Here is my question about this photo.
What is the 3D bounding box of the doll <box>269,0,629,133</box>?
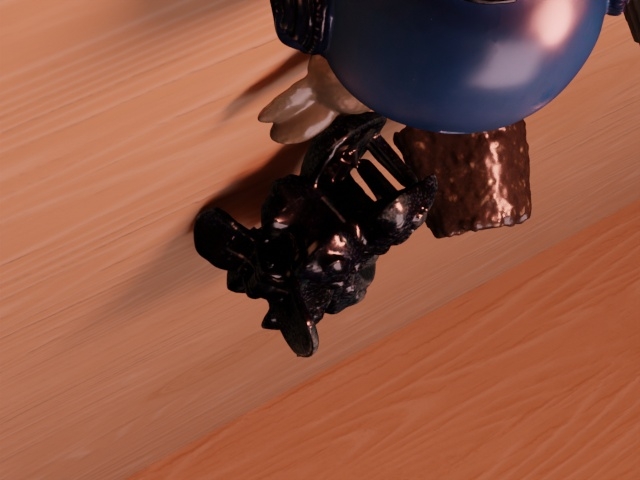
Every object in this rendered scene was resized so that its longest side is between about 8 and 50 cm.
[{"bbox_3d":[0.107,-0.214,1.387,0.284,0.240,0.310,-6,161,-12],"label":"doll"}]

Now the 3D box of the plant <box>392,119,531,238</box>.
[{"bbox_3d":[0.159,-0.104,2.081,0.132,0.194,0.129,-10,178,26],"label":"plant"}]

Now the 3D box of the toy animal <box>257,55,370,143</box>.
[{"bbox_3d":[0.050,-0.176,1.738,0.236,0.138,0.108,-14,-142,25],"label":"toy animal"}]

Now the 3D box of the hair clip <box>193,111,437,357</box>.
[{"bbox_3d":[-0.003,0.002,2.070,0.206,0.194,0.310,-35,169,-25],"label":"hair clip"}]

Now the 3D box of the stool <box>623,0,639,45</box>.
[{"bbox_3d":[0.403,-0.283,1.749,0.297,0.297,0.330,-35,164,10],"label":"stool"}]
